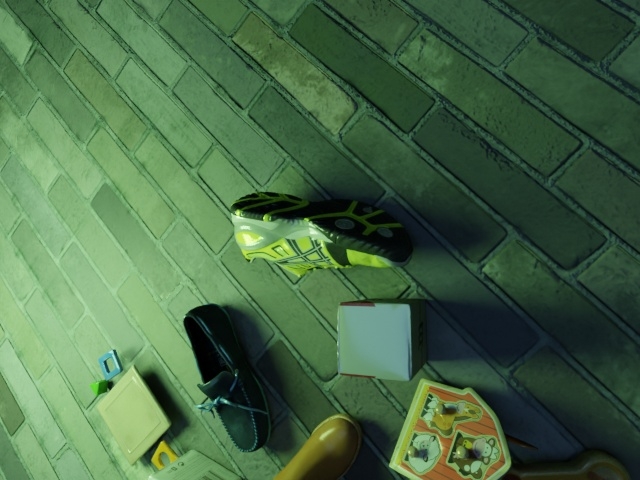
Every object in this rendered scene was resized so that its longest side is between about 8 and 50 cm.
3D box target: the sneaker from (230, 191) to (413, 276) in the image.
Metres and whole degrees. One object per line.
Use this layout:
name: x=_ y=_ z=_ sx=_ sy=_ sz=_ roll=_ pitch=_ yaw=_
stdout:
sneaker: x=0.000 y=0.000 z=0.897 sx=0.384 sy=0.145 sz=0.147 roll=13 pitch=123 yaw=20

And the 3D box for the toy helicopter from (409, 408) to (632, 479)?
toy helicopter: x=0.331 y=0.402 z=0.745 sx=0.354 sy=0.140 sz=0.235 roll=-11 pitch=74 yaw=11

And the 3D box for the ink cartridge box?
ink cartridge box: x=0.120 y=0.173 z=0.796 sx=0.128 sy=0.176 sz=0.128 roll=-3 pitch=84 yaw=21

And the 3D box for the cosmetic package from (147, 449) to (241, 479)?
cosmetic package: x=-0.296 y=0.607 z=0.957 sx=0.151 sy=0.151 sz=0.184 roll=18 pitch=93 yaw=22

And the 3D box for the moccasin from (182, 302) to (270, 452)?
moccasin: x=-0.229 y=0.312 z=0.963 sx=0.137 sy=0.117 sz=0.342 roll=-34 pitch=76 yaw=17

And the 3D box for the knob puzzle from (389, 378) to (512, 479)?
knob puzzle: x=0.225 y=0.340 z=0.738 sx=0.213 sy=0.030 sz=0.213 roll=-24 pitch=42 yaw=23

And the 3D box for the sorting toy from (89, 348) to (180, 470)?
sorting toy: x=-0.464 y=0.439 z=1.093 sx=0.196 sy=0.047 sz=0.348 roll=-48 pitch=71 yaw=18

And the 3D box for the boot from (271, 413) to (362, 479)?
boot: x=-0.049 y=0.466 z=0.825 sx=0.283 sy=0.220 sz=0.109 roll=-45 pitch=72 yaw=14
